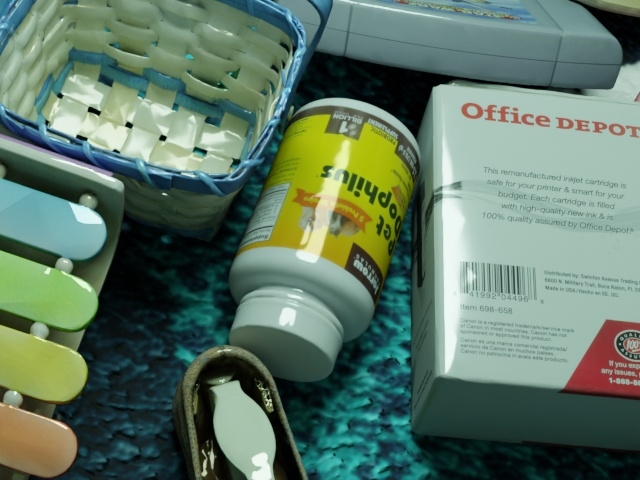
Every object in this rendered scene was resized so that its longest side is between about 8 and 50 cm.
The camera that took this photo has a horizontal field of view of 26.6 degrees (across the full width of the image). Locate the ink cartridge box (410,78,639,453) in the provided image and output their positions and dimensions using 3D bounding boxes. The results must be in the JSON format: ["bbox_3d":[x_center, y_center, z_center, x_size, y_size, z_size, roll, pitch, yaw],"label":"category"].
[{"bbox_3d":[0.177,0.019,1.094,0.197,0.114,0.273,6,59,-6],"label":"ink cartridge box"}]

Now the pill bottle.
[{"bbox_3d":[0.000,0.000,1.071,0.117,0.117,0.215,19,59,1],"label":"pill bottle"}]

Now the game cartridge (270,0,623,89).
[{"bbox_3d":[0.104,-0.193,1.182,0.297,0.062,0.198,7,18,-7],"label":"game cartridge"}]

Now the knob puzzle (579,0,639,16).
[{"bbox_3d":[0.243,-0.265,1.299,0.213,0.030,0.213,18,38,-14],"label":"knob puzzle"}]

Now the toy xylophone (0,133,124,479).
[{"bbox_3d":[-0.271,0.080,0.966,0.236,0.081,0.322,11,75,-1],"label":"toy xylophone"}]

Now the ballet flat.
[{"bbox_3d":[-0.040,0.214,0.946,0.107,0.106,0.316,-14,64,-18],"label":"ballet flat"}]

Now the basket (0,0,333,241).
[{"bbox_3d":[-0.137,-0.142,1.028,0.255,0.289,0.201,20,63,-2],"label":"basket"}]

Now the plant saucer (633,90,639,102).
[{"bbox_3d":[0.441,-0.067,1.211,0.332,0.084,0.332,5,59,-8],"label":"plant saucer"}]
